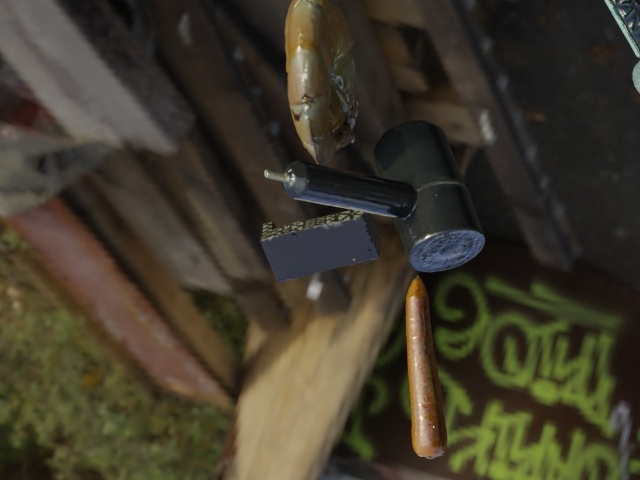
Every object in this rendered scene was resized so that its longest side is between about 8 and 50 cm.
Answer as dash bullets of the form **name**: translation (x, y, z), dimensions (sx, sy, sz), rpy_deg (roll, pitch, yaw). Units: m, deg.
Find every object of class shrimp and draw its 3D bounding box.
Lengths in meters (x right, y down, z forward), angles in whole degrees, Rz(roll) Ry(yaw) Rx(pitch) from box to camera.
- **shrimp**: translation (0.003, -0.128, 1.539), dimensions (0.061, 0.145, 0.267), rpy_deg (-3, 165, 2)

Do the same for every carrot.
- **carrot**: translation (0.104, 0.131, 1.772), dimensions (0.037, 0.190, 0.037), rpy_deg (-7, 177, 0)

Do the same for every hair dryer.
- **hair dryer**: translation (0.038, -0.047, 1.463), dimensions (0.219, 0.124, 0.071), rpy_deg (7, 141, -40)

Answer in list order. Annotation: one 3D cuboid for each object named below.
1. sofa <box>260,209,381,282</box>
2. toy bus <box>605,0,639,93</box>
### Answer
- **sofa**: translation (0.000, 0.000, 1.812), dimensions (0.118, 0.039, 0.060), rpy_deg (-14, 121, 13)
- **toy bus**: translation (0.348, -0.255, 1.594), dimensions (0.165, 0.271, 0.133), rpy_deg (-19, 165, -31)
